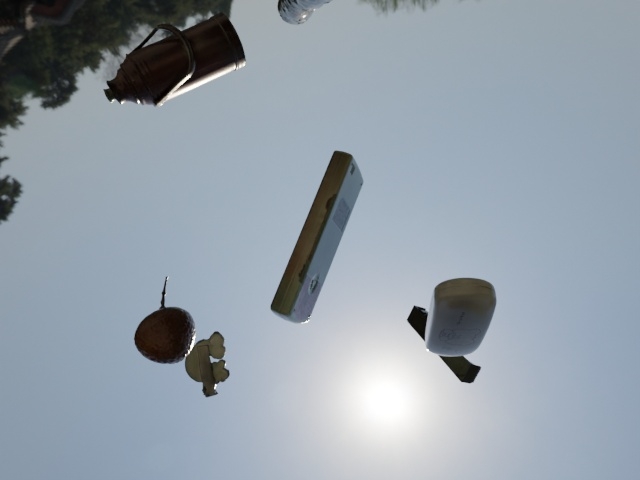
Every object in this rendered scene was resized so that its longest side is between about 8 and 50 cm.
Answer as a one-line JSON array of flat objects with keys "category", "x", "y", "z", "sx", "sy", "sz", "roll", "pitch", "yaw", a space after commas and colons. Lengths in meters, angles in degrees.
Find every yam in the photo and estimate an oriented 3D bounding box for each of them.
[{"category": "yam", "x": -0.017, "y": -0.336, "z": 0.619, "sx": 0.061, "sy": 0.061, "sz": 0.253, "roll": -22, "pitch": -159, "yaw": -6}]

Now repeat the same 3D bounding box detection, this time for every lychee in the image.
[{"category": "lychee", "x": -0.276, "y": 0.162, "z": 0.838, "sx": 0.114, "sy": 0.101, "sz": 0.140, "roll": -46, "pitch": -153, "yaw": 4}]

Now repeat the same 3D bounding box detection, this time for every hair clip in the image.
[{"category": "hair clip", "x": -0.315, "y": 0.343, "z": 1.280, "sx": 0.116, "sy": 0.049, "sz": 0.172, "roll": -8, "pitch": -118, "yaw": -16}]

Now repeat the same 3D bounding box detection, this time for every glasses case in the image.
[{"category": "glasses case", "x": 0.181, "y": 0.107, "z": 0.611, "sx": 0.074, "sy": 0.193, "sz": 0.049, "roll": 0, "pitch": -124, "yaw": 7}]

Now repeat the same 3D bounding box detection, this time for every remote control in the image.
[{"category": "remote control", "x": -0.001, "y": 0.000, "z": 0.928, "sx": 0.050, "sy": 0.145, "sz": 0.344, "roll": 19, "pitch": -100, "yaw": 19}]

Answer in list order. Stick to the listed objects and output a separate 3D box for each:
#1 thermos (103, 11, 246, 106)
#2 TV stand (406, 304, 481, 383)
[{"category": "thermos", "x": -0.249, "y": -0.288, "z": 0.776, "sx": 0.232, "sy": 0.099, "sz": 0.124, "roll": -32, "pitch": 177, "yaw": -14}, {"category": "TV stand", "x": 0.281, "y": 0.235, "z": 1.080, "sx": 0.040, "sy": 0.049, "sz": 0.256, "roll": 17, "pitch": -166, "yaw": -21}]
